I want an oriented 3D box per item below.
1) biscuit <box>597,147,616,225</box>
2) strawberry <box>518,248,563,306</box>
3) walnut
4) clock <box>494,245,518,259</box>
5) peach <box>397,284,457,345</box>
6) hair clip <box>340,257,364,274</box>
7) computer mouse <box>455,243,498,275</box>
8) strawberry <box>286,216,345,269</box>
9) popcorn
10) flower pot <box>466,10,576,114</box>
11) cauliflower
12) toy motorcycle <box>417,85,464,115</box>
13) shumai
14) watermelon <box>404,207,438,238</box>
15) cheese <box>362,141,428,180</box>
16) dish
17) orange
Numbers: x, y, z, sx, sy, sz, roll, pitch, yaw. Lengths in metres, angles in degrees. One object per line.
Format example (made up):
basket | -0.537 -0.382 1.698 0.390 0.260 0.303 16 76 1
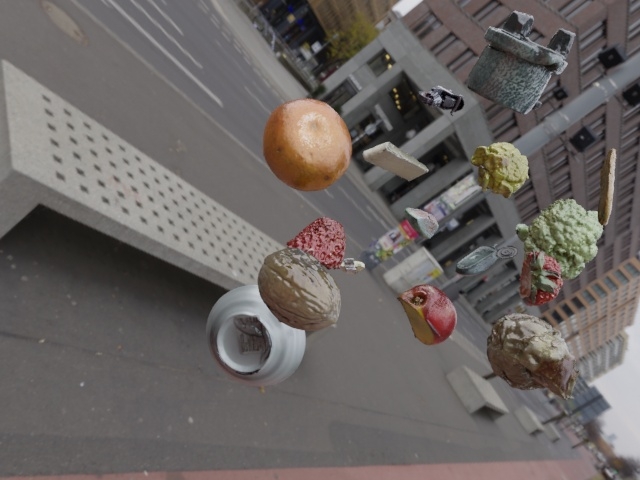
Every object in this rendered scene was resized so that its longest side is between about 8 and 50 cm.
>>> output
biscuit | 0.800 -0.151 1.368 0.119 0.028 0.247 72 35 -51
strawberry | 0.677 0.139 1.523 0.228 0.097 0.175 73 23 -61
walnut | -0.046 0.117 1.141 0.230 0.178 0.178 38 4 27
clock | 0.653 0.043 1.723 0.010 0.074 0.083 61 -6 -23
peach | 0.406 0.277 1.748 0.154 0.158 0.268 36 -25 57
hair clip | 0.141 0.134 2.467 0.218 0.158 0.071 63 30 -74
computer mouse | 0.670 0.093 2.086 0.113 0.228 0.069 30 -33 63
strawberry | 0.000 0.000 1.814 0.233 0.178 0.234 25 5 -2
popcorn | 0.744 -0.295 2.054 0.216 0.235 0.181 12 -11 -11
flower pot | 0.666 -0.585 1.623 0.298 0.283 0.299 20 26 -10
cauliflower | 0.833 0.008 1.720 0.281 0.326 0.261 74 -9 -77
toy motorcycle | 0.445 -0.509 1.794 0.122 0.080 0.215 40 39 27
shumai | 0.475 0.248 1.048 0.205 0.167 0.175 19 -8 -17
watermelon | 0.441 -0.094 2.191 0.180 0.094 0.081 36 -24 21
cheese | 0.235 -0.229 1.466 0.400 0.085 0.034 4 69 -64
dish | -0.206 0.287 1.421 0.317 0.316 0.106 55 14 6
orange | -0.033 -0.228 1.187 0.224 0.224 0.170 54 -23 1
